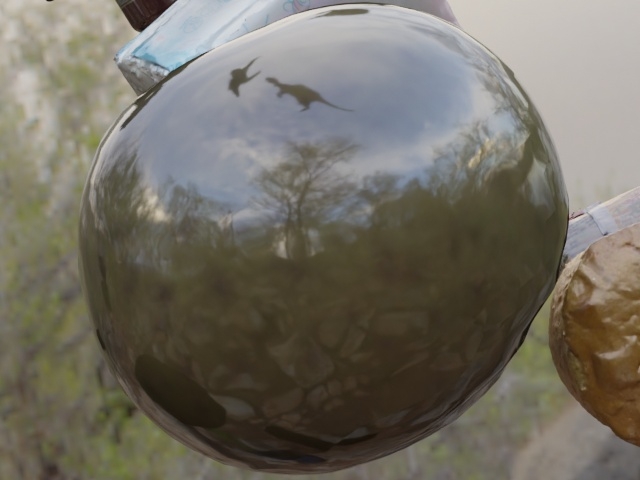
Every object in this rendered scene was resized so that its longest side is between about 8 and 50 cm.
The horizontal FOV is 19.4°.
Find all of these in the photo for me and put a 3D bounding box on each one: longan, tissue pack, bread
[{"bbox_3d":[0.000,0.000,1.350,0.361,0.361,0.361,-9,13,2],"label":"longan"},{"bbox_3d":[-0.021,-0.168,1.666,0.271,0.201,0.124,-45,40,-17],"label":"tissue pack"},{"bbox_3d":[0.293,0.095,1.795,0.139,0.229,0.143,-9,0,-8],"label":"bread"}]

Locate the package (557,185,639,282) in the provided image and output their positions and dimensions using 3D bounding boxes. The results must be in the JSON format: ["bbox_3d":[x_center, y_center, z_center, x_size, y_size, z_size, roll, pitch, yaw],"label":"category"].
[{"bbox_3d":[0.382,0.026,2.242,0.223,0.108,0.288,-26,43,3],"label":"package"}]

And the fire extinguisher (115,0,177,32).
[{"bbox_3d":[-0.209,-0.278,2.003,0.099,0.231,0.071,-30,10,3],"label":"fire extinguisher"}]
